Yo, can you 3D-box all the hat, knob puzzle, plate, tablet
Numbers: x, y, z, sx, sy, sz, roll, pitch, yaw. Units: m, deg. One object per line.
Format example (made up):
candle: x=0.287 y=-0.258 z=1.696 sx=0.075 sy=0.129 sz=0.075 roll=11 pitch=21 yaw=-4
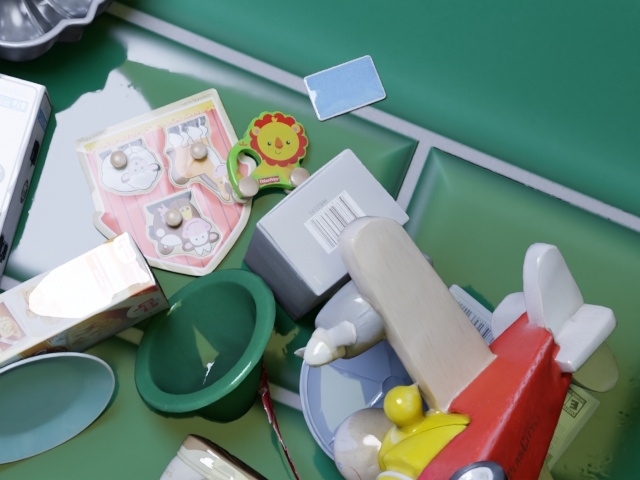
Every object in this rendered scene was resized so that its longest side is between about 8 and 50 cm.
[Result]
hat: x=-0.085 y=0.165 z=1.627 sx=0.173 sy=0.183 sz=0.209 roll=-10 pitch=48 yaw=30
knob puzzle: x=-0.160 y=-0.053 z=1.653 sx=0.213 sy=0.030 sz=0.213 roll=1 pitch=81 yaw=-6
plate: x=-0.303 y=0.167 z=1.538 sx=0.188 sy=0.188 sz=0.024 roll=-24 pitch=59 yaw=-9
tablet: x=0.028 y=-0.174 z=1.703 sx=0.083 sy=0.006 sz=0.054 roll=-20 pitch=84 yaw=-9

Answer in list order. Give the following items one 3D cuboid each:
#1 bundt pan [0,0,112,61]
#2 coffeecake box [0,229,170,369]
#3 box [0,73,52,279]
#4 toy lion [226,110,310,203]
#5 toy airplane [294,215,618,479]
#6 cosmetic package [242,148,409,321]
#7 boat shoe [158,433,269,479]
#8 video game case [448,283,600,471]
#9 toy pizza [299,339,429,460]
bundt pan: x=-0.355 y=-0.332 z=1.615 sx=0.330 sy=0.124 sz=0.331 roll=3 pitch=72 yaw=-10
coffeecake box: x=-0.259 y=0.072 z=1.558 sx=0.185 sy=0.142 sz=0.068 roll=-27 pitch=79 yaw=-5
box: x=-0.407 y=-0.042 z=1.597 sx=0.169 sy=0.087 sz=0.290 roll=17 pitch=80 yaw=-3
toy lion: x=-0.059 y=-0.096 z=1.663 sx=0.100 sy=0.034 sz=0.096 roll=-12 pitch=77 yaw=-23
toy airplane: x=0.137 y=0.180 z=1.493 sx=0.272 sy=0.384 sz=0.386 roll=-11 pitch=79 yaw=36
cosmetic package: x=0.000 y=0.000 z=1.559 sx=0.127 sy=0.238 sz=0.107 roll=-41 pitch=90 yaw=-13
boat shoe: x=-0.039 y=0.324 z=1.574 sx=0.302 sy=0.109 sz=0.098 roll=34 pitch=85 yaw=6
video game case: x=0.170 y=0.188 z=1.654 sx=0.212 sy=0.023 sz=0.193 roll=39 pitch=80 yaw=0
toy pizza: x=0.076 y=0.159 z=1.618 sx=0.201 sy=0.032 sz=0.201 roll=1 pitch=82 yaw=-9
